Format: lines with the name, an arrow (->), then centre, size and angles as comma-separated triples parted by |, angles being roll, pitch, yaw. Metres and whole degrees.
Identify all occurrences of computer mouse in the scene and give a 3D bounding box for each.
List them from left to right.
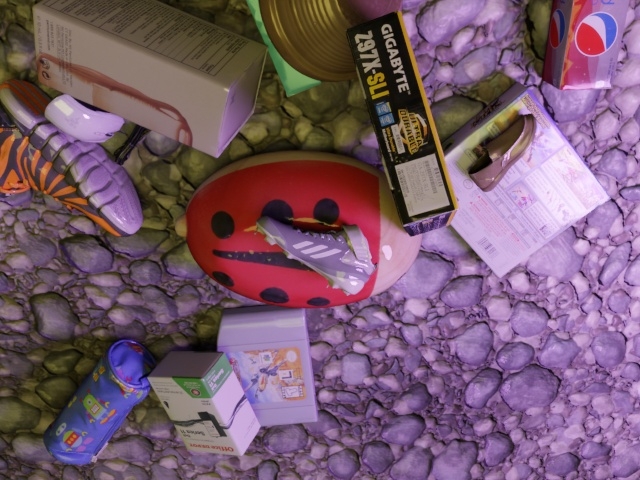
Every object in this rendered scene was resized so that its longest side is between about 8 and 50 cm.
computer mouse -> -0.357, -0.180, 0.977 | 0.106, 0.193, 0.042 | -38, 69, 17

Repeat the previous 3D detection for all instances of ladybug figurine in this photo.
ladybug figurine -> -0.035, -0.001, 1.071 | 0.449, 0.162, 0.305 | 1, 117, -1

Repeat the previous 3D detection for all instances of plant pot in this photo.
plant pot -> 0.040, -0.351, 0.863 | 0.237, 0.110, 0.237 | -8, 104, -32

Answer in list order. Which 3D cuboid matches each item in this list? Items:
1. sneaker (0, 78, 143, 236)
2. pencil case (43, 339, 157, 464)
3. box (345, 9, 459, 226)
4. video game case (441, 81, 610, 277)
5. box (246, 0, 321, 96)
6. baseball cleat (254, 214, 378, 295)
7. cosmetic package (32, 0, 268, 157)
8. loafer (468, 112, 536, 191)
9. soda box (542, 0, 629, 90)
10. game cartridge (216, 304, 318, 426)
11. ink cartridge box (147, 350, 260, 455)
sneaker -> -0.466, -0.105, 1.047 | 0.180, 0.124, 0.321 | -36, 101, 20
pencil case -> -0.459, 0.349, 1.263 | 0.133, 0.119, 0.306 | 44, 111, 11
box -> 0.123, -0.142, 0.870 | 0.079, 0.322, 0.257 | -18, 84, 9
video game case -> 0.337, -0.101, 1.083 | 0.244, 0.061, 0.269 | -39, 111, 17
box -> -0.070, -0.354, 0.926 | 0.060, 0.100, 0.244 | -20, 115, 10
baseball cleat -> 0.000, 0.000, 0.953 | 0.206, 0.072, 0.109 | 35, 96, -22
cosmetic package -> -0.248, -0.261, 0.895 | 0.296, 0.153, 0.129 | 24, 134, 4
loafer -> 0.298, -0.147, 0.993 | 0.050, 0.056, 0.148 | 22, 114, -19
soda box -> 0.417, -0.372, 0.934 | 0.092, 0.083, 0.263 | -2, 116, -1
game cartridge -> -0.115, 0.273, 1.272 | 0.198, 0.062, 0.297 | -7, 117, -2
ink cartridge box -> -0.235, 0.333, 1.232 | 0.153, 0.087, 0.208 | -7, 117, 30
